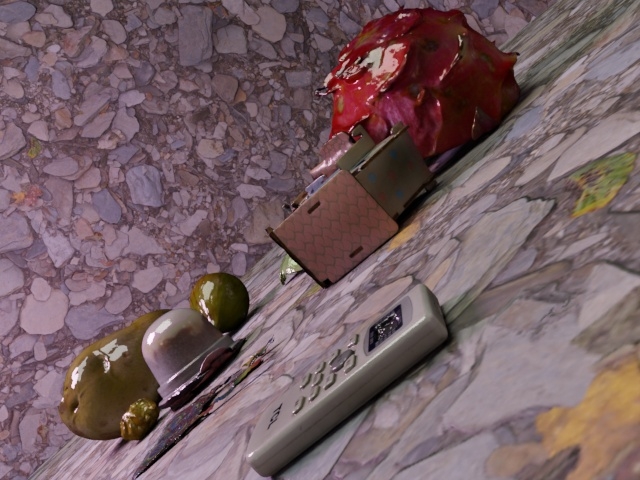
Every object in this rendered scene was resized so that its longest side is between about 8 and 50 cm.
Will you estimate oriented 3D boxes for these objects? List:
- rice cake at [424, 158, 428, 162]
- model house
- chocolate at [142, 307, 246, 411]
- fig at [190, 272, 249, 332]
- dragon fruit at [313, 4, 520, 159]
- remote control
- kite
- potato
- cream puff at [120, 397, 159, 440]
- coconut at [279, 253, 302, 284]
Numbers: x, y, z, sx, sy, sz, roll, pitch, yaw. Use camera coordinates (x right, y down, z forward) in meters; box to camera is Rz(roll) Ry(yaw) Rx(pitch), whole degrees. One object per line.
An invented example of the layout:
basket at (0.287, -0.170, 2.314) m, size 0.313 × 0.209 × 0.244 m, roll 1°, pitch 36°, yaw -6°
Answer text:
rice cake at (0.167, -0.162, 1.365) m, size 0.206 × 0.063 × 0.069 m, roll -35°, pitch 2°, yaw 45°
model house at (0.011, -0.044, 1.002) m, size 0.326 × 0.169 × 0.244 m, roll -29°, pitch 18°, yaw 53°
chocolate at (-0.261, 0.205, 1.121) m, size 0.221 × 0.147 × 0.221 m, roll -38°, pitch 8°, yaw 6°
fig at (-0.253, 0.173, 1.370) m, size 0.151 × 0.151 × 0.259 m, roll -40°, pitch 11°, yaw 19°
dragon fruit at (0.172, -0.302, 1.115) m, size 0.370 × 0.249 × 0.386 m, roll -34°, pitch 23°, yaw -13°
remote control at (0.017, 0.109, 0.466) m, size 0.190 × 0.029 × 0.087 m, roll -42°, pitch 5°, yaw 13°
kite at (-0.165, 0.239, 0.868) m, size 0.285 × 0.015 × 0.152 m, roll -43°, pitch 7°, yaw 20°
potato at (-0.423, 0.286, 1.328) m, size 0.351 × 0.202 × 0.218 m, roll -45°, pitch 6°, yaw -31°
cream puff at (-0.344, 0.338, 1.118) m, size 0.083 × 0.058 × 0.083 m, roll -45°, pitch 4°, yaw -14°
coconut at (-0.055, 0.044, 1.392) m, size 0.133 × 0.055 × 0.158 m, roll -40°, pitch 4°, yaw 8°
